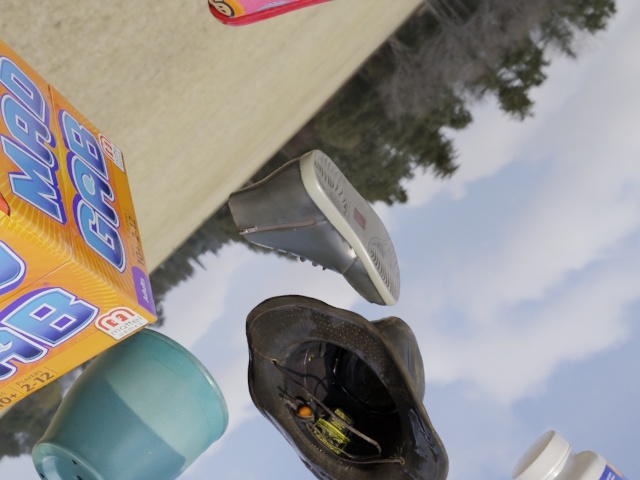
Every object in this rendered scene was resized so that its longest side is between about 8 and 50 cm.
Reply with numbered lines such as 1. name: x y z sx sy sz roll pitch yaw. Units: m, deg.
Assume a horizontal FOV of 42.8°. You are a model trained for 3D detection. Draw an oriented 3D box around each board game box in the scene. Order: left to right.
1. board game box: -0.493 -0.018 1.108 0.356 0.356 0.356 -30 -130 10

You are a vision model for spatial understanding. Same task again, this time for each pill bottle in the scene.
1. pill bottle: 0.461 0.451 1.371 0.152 0.272 0.152 -46 170 -11

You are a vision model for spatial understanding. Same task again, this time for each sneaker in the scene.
1. sneaker: 0.000 0.000 0.921 0.118 0.222 0.083 -19 -145 26

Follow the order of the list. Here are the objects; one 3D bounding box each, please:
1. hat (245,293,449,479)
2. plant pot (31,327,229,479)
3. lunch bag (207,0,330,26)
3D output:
1. hat: 0.054 0.175 0.995 0.134 0.331 0.331 -37 -178 -36
2. plant pot: -0.342 0.333 1.410 0.272 0.271 0.255 -36 -172 46
3. lunch bag: -0.030 -0.408 0.958 0.258 0.120 0.293 -12 -120 16
